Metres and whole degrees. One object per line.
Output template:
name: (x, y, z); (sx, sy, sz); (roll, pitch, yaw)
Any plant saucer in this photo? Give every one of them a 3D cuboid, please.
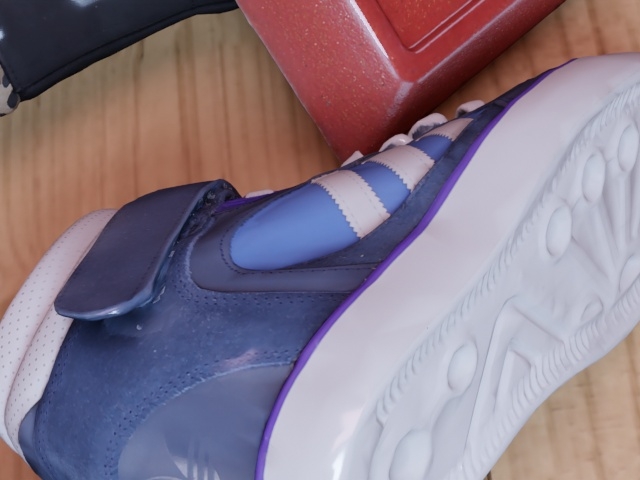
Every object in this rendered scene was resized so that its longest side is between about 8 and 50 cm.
plant saucer: (0.048, -0.209, 0.639); (0.259, 0.047, 0.258); (-40, 107, -20)

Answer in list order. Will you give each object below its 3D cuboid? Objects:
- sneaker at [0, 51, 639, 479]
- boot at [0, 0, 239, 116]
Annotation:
sneaker: (0.000, 0.001, 0.598); (0.236, 0.130, 0.323); (12, 39, 36)
boot: (-0.165, -0.239, 0.729); (0.284, 0.138, 0.377); (-31, 73, -10)
